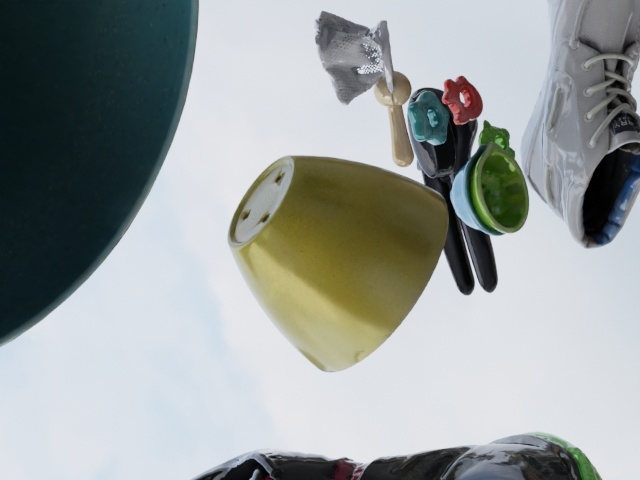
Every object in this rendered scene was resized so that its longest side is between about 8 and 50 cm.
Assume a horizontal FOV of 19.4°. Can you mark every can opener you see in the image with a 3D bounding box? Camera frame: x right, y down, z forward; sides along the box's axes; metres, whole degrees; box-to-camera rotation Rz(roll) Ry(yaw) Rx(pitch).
[{"bbox_3d":[0.109,-0.041,1.579,0.073,0.059,0.186,-26,-71,-37],"label":"can opener"}]

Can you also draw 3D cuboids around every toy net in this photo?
[{"bbox_3d":[0.085,-0.106,1.420,0.232,0.045,0.122,45,-130,-31],"label":"toy net"}]

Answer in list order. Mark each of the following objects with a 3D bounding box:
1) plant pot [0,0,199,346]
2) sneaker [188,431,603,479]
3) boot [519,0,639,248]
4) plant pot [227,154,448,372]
[{"bbox_3d":[-0.227,-0.104,0.845,0.195,0.290,0.290,21,176,39],"label":"plant pot"},{"bbox_3d":[0.035,0.256,1.542,0.202,0.483,0.185,2,-101,-43],"label":"sneaker"},{"bbox_3d":[0.234,-0.120,1.496,0.095,0.258,0.123,-6,-142,-18],"label":"boot"},{"bbox_3d":[0.000,0.000,1.156,0.095,0.134,0.134,35,-151,-21],"label":"plant pot"}]
